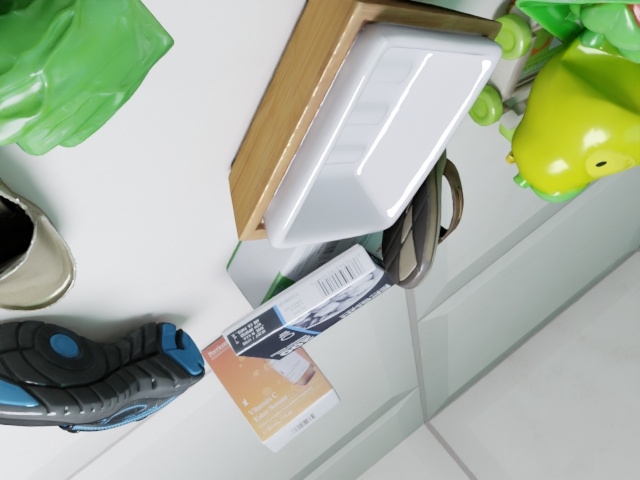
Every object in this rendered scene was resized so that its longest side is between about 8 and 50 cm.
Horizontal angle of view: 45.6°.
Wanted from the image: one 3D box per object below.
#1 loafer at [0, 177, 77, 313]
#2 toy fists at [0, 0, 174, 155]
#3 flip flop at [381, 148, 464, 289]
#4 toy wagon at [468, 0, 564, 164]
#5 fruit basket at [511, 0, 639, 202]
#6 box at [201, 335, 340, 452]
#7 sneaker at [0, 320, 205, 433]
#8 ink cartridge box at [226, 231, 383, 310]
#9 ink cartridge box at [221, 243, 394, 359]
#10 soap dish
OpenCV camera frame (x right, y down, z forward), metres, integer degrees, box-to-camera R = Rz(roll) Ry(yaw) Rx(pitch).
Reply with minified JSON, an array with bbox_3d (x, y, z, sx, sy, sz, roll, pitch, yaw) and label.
[{"bbox_3d":[-0.277,0.004,0.636,0.102,0.092,0.268,-36,154,-11],"label":"loafer"},{"bbox_3d":[-0.216,-0.155,0.471,0.142,0.096,0.279,-47,152,-2],"label":"toy fists"},{"bbox_3d":[0.142,-0.052,0.972,0.112,0.080,0.277,-52,-164,41],"label":"flip flop"},{"bbox_3d":[0.320,-0.251,1.089,0.267,0.068,0.344,-27,152,-26],"label":"toy wagon"},{"bbox_3d":[0.392,-0.206,0.913,0.392,0.283,0.392,-19,117,-42],"label":"fruit basket"},{"bbox_3d":[-0.074,0.206,1.145,0.130,0.170,0.091,-37,156,-8],"label":"box"},{"bbox_3d":[-0.279,0.177,0.875,0.139,0.125,0.341,-45,153,19],"label":"sneaker"},{"bbox_3d":[0.000,0.000,1.018,0.208,0.087,0.153,-11,142,-45],"label":"ink cartridge box"},{"bbox_3d":[0.001,0.088,1.002,0.206,0.045,0.208,-34,164,10],"label":"ink cartridge box"},{"bbox_3d":[0.039,-0.132,0.823,0.229,0.118,0.291,-10,141,-44],"label":"soap dish"}]
